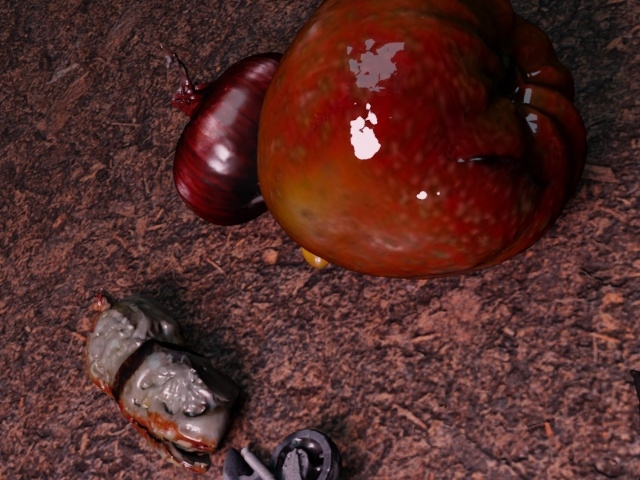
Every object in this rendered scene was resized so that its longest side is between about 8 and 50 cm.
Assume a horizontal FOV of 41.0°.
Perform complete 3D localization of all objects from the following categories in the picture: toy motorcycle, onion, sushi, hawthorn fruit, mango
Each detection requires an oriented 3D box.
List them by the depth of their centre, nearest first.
[{"bbox_3d":[-0.051,0.356,0.941,0.173,0.108,0.307,-19,47,21],"label":"toy motorcycle"},{"bbox_3d":[0.106,-0.120,1.058,0.403,0.403,0.403,-14,51,18],"label":"hawthorn fruit"},{"bbox_3d":[-0.212,0.179,1.143,0.332,0.124,0.130,34,87,39],"label":"sushi"},{"bbox_3d":[0.000,0.000,1.218,0.060,0.046,0.089,-11,56,20],"label":"mango"},{"bbox_3d":[-0.127,-0.163,1.249,0.285,0.273,0.273,35,73,0],"label":"onion"}]

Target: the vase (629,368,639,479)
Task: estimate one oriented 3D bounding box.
[{"bbox_3d":[0.341,0.245,0.827,0.115,0.115,0.237,5,63,30],"label":"vase"}]
